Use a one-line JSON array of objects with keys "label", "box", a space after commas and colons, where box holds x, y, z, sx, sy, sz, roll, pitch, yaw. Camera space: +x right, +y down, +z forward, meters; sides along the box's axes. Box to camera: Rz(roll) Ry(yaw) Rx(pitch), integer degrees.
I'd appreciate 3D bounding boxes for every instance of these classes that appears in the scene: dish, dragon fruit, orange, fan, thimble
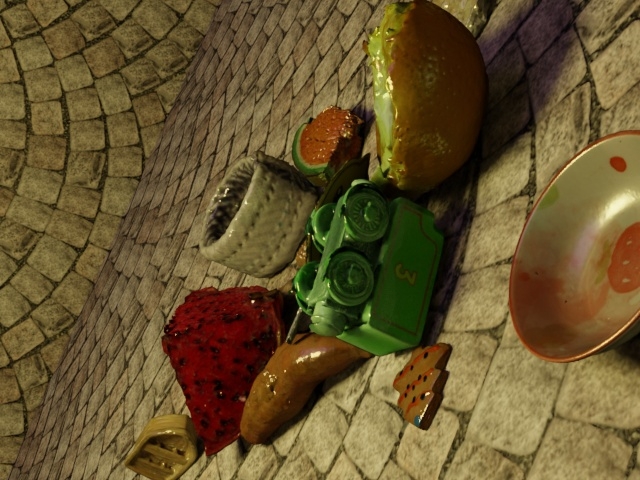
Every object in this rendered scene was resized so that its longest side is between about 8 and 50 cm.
[{"label": "dish", "box": [0.314, 0.018, 1.069, 0.260, 0.085, 0.260, -49, 28, 38]}, {"label": "dragon fruit", "box": [-0.196, 0.166, 1.855, 0.302, 0.240, 0.330, -48, 32, 8]}, {"label": "orange", "box": [0.143, -0.197, 1.506, 0.334, 0.196, 0.262, 120, 166, -63]}, {"label": "fan", "box": [0.012, 0.008, 1.603, 0.335, 0.011, 0.229, -67, -19, -10]}, {"label": "thimble", "box": [-0.124, -0.048, 2.031, 0.245, 0.157, 0.217, -55, 26, 25]}]

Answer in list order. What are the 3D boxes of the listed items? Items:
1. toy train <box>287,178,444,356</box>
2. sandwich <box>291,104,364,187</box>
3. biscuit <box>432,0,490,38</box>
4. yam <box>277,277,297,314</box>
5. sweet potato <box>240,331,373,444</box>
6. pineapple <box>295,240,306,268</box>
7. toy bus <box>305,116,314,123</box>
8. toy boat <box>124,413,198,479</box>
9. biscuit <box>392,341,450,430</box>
[{"label": "toy train", "box": [0.072, 0.038, 1.449, 0.132, 0.188, 0.243, -28, 43, 58]}, {"label": "sandwich", "box": [0.017, -0.180, 1.967, 0.159, 0.079, 0.235, -55, 26, -1]}, {"label": "biscuit", "box": [0.228, -0.370, 1.727, 0.188, 0.040, 0.265, -35, 38, 52]}, {"label": "yam", "box": [-0.103, 0.140, 1.929, 0.264, 0.046, 0.046, -40, 33, 46]}, {"label": "sweet potato", "box": [-0.049, 0.227, 1.648, 0.354, 0.106, 0.095, -44, -4, 40]}, {"label": "pineapple", "box": [0.000, 0.000, 1.855, 0.058, 0.058, 0.124, -25, 31, 58]}, {"label": "toy bus", "box": [-0.024, -0.220, 2.150, 0.037, 0.031, 0.083, 133, 153, -58]}, {"label": "toy boat", "box": [-0.305, 0.407, 2.014, 0.188, 0.116, 0.061, -48, 21, 39]}, {"label": "biscuit", "box": [0.135, 0.198, 1.366, 0.119, 0.019, 0.130, -47, 28, 38]}]
